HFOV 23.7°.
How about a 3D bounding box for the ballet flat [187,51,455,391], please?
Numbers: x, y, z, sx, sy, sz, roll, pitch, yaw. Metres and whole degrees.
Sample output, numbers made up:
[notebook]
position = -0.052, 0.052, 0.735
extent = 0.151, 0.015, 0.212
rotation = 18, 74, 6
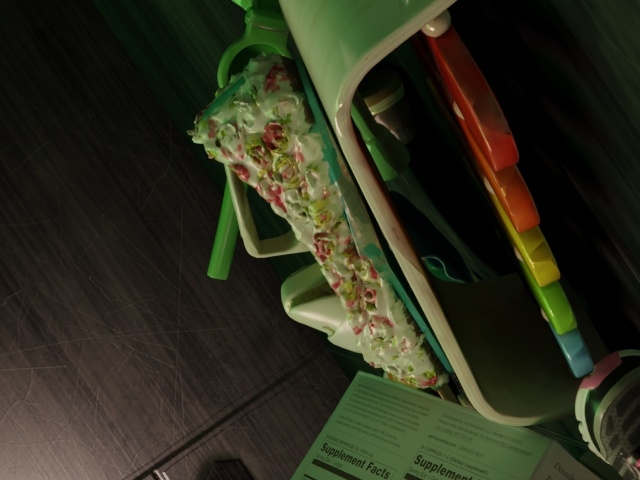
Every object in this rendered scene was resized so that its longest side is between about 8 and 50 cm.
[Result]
[ballet flat]
position = 0.000, 0.000, 0.871
extent = 0.241, 0.077, 0.091
rotation = 61, -174, -29

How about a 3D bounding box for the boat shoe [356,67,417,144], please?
[boat shoe]
position = 0.022, -0.086, 1.022
extent = 0.049, 0.056, 0.152
rotation = 63, 172, -15

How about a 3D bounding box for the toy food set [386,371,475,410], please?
[toy food set]
position = 0.087, 0.134, 1.391
extent = 0.192, 0.038, 0.132
rotation = 48, 170, 45

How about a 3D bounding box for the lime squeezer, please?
[lime squeezer]
position = -0.062, -0.134, 1.078
extent = 0.059, 0.110, 0.310
rotation = 16, -120, -43

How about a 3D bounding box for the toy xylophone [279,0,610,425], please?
[toy xylophone]
position = 0.058, -0.050, 0.793
extent = 0.322, 0.081, 0.236
rotation = 60, -174, -49

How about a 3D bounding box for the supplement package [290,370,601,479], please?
[supplement package]
position = 0.124, 0.221, 0.931
extent = 0.262, 0.145, 0.204
rotation = 40, 166, -28

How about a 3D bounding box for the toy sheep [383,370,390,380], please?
[toy sheep]
position = 0.103, 0.146, 1.519
extent = 0.091, 0.091, 0.132
rotation = 65, -178, -57

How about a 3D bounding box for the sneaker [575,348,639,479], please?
[sneaker]
position = 0.194, 0.125, 0.789
extent = 0.170, 0.063, 0.075
rotation = 53, 176, -28

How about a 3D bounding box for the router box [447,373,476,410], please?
[router box]
position = 0.128, 0.125, 1.406
extent = 0.122, 0.038, 0.092
rotation = 59, 174, -26

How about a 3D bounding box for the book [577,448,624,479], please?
[book]
position = 0.238, 0.207, 1.032
extent = 0.144, 0.035, 0.096
rotation = 59, 170, -32

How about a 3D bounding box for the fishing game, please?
[fishing game]
position = 0.045, -0.010, 1.037
extent = 0.264, 0.041, 0.189
rotation = 40, -173, -37
